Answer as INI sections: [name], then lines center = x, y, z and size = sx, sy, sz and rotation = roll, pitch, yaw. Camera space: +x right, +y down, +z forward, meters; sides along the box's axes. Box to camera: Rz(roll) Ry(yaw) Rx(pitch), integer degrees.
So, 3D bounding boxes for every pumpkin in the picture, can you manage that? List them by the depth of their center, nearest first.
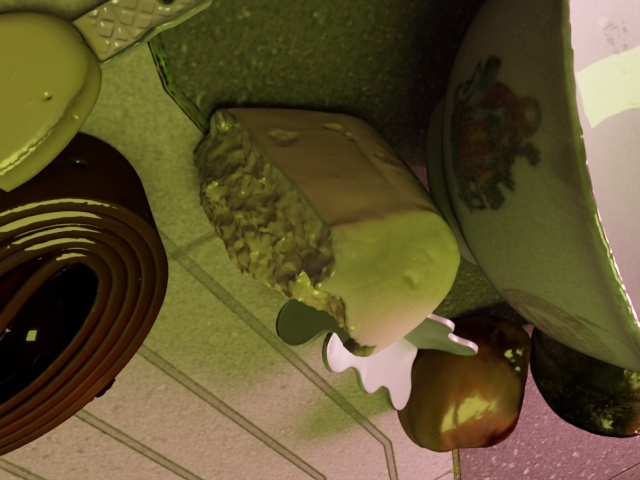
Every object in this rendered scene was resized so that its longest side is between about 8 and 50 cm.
[pumpkin]
center = 0.426, 0.091, 0.887
size = 0.325, 0.242, 0.232
rotation = -29, 140, -20

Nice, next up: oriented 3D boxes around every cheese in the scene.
[cheese]
center = -0.193, -0.134, 0.543
size = 0.255, 0.127, 0.050
rotation = -33, 176, -10

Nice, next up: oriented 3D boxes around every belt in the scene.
[belt]
center = -0.284, 0.064, 0.634
size = 0.338, 0.122, 0.217
rotation = -43, 132, 12

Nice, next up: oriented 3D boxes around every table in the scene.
[table]
center = 0.070, 0.089, 0.798
size = 0.166, 0.166, 0.198
rotation = -40, 139, 9

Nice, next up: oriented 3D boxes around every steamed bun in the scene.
[steamed bun]
center = 0.000, 0.000, 0.640
size = 0.200, 0.225, 0.170
rotation = 2, 125, -27

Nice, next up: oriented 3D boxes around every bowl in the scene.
[bowl]
center = 0.223, -0.074, 0.655
size = 0.196, 0.435, 0.435
rotation = -8, 146, 39

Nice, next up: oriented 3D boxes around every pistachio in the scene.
[pistachio]
center = 0.193, 0.190, 0.953
size = 0.165, 0.130, 0.210
rotation = 40, 103, -1
